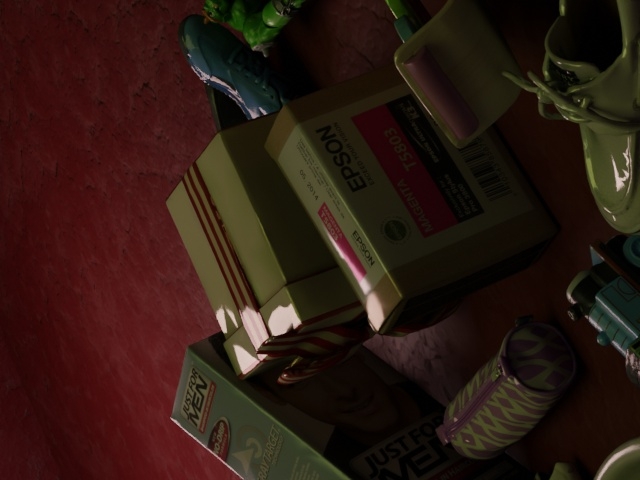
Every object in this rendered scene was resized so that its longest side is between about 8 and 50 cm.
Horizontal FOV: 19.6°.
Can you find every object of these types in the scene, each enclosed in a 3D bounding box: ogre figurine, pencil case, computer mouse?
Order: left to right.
[{"bbox_3d":[-0.083,-0.111,2.238,0.188,0.072,0.272,-109,4,-75],"label":"computer mouse"},{"bbox_3d":[-0.076,-0.288,2.081,0.197,0.097,0.118,36,124,24],"label":"ogre figurine"},{"bbox_3d":[0.192,0.159,1.917,0.086,0.088,0.206,60,154,19],"label":"pencil case"}]

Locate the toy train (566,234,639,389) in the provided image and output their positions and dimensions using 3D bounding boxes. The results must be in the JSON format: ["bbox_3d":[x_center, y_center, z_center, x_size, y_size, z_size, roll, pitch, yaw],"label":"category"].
[{"bbox_3d":[0.293,0.069,1.618,0.184,0.105,0.080,47,164,35],"label":"toy train"}]

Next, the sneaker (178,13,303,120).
[{"bbox_3d":[-0.073,-0.185,2.124,0.209,0.069,0.082,48,145,-20],"label":"sneaker"}]

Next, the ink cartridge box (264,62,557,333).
[{"bbox_3d":[0.088,-0.053,1.827,0.234,0.193,0.088,59,153,16],"label":"ink cartridge box"}]

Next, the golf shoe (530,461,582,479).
[{"bbox_3d":[0.244,0.290,1.974,0.176,0.069,0.086,127,138,-57],"label":"golf shoe"}]

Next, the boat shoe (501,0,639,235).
[{"bbox_3d":[0.226,-0.149,1.526,0.136,0.156,0.367,41,143,44],"label":"boat shoe"}]

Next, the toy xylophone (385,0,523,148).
[{"bbox_3d":[0.082,-0.235,1.656,0.236,0.081,0.322,53,-168,-24],"label":"toy xylophone"}]

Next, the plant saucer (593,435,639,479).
[{"bbox_3d":[0.399,0.342,1.652,0.400,0.100,0.400,44,146,41],"label":"plant saucer"}]

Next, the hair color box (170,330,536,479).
[{"bbox_3d":[0.032,0.229,2.065,0.374,0.185,0.113,36,129,28],"label":"hair color box"}]

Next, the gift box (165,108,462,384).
[{"bbox_3d":[0.000,0.000,1.973,0.258,0.255,0.276,66,160,8],"label":"gift box"}]
